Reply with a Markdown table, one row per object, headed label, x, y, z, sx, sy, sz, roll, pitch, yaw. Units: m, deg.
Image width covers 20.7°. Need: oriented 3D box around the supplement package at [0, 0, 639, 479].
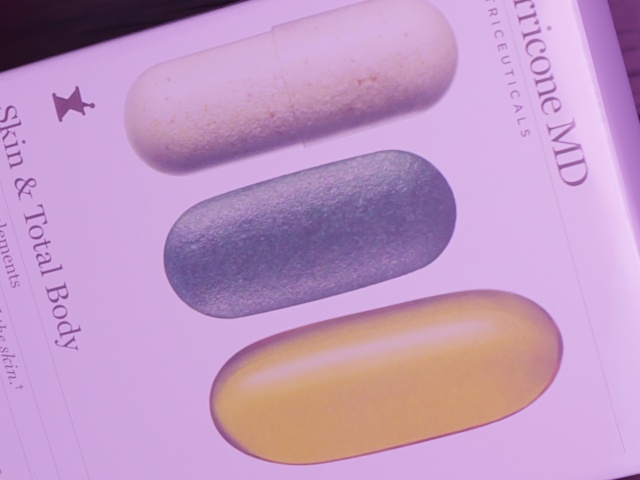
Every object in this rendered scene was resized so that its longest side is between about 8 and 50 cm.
| label | x | y | z | sx | sy | sz | roll | pitch | yaw |
| --- | --- | --- | --- | --- | --- | --- | --- | --- | --- |
| supplement package | 0.000 | 0.000 | 0.707 | 0.263 | 0.198 | 0.199 | -14 | 95 | 14 |
